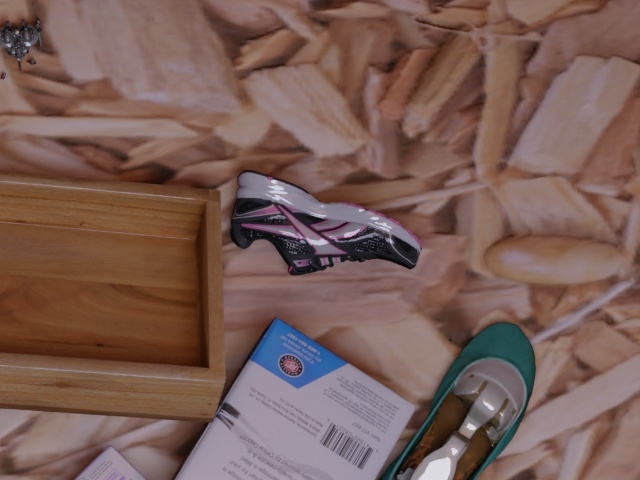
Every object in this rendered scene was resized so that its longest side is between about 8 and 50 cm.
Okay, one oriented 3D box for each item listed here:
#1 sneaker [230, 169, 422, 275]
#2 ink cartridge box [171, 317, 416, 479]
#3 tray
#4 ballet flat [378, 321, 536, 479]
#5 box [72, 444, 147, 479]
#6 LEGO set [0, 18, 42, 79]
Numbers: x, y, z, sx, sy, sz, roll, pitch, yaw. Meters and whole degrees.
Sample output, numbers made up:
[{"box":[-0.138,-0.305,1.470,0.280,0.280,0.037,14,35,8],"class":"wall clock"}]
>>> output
[{"box":[0.000,0.000,1.601,0.178,0.072,0.077,18,86,0],"class":"sneaker"},{"box":[-0.035,0.194,1.529,0.148,0.086,0.203,33,73,-3],"class":"ink cartridge box"},{"box":[-0.289,0.039,1.479,0.411,0.076,0.203,5,52,-11],"class":"tray"},{"box":[0.128,0.174,1.570,0.083,0.087,0.247,36,72,-2],"class":"ballet flat"},{"box":[-0.268,0.304,1.462,0.067,0.063,0.324,44,72,1],"class":"box"},{"box":[-0.280,-0.172,1.591,0.054,0.023,0.083,25,73,-6],"class":"LEGO set"}]
